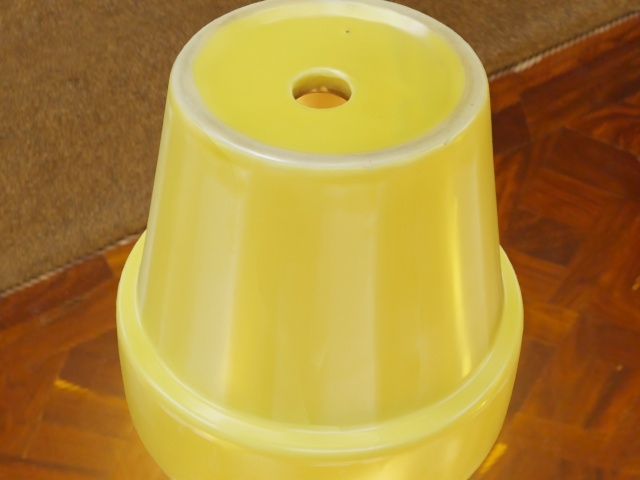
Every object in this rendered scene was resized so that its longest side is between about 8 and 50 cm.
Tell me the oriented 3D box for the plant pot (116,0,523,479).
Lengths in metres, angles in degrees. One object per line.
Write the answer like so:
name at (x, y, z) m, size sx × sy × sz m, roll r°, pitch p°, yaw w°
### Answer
plant pot at (0.000, 0.000, 0.609) m, size 0.254 × 0.254 × 0.239 m, roll -9°, pitch 134°, yaw -11°
